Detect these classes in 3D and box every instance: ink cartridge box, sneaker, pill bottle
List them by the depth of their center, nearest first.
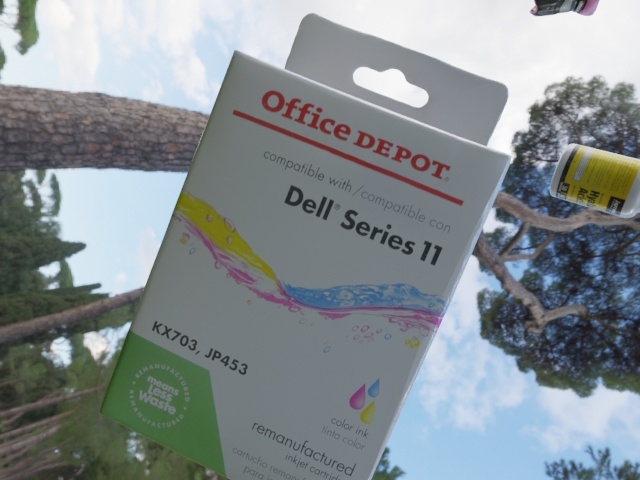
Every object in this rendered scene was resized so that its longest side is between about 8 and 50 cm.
[{"bbox_3d":[0.170,-0.218,0.371,0.057,0.047,0.120,-10,-113,12],"label":"sneaker"},{"bbox_3d":[0.000,0.000,0.382,0.207,0.119,0.354,22,-85,7],"label":"ink cartridge box"},{"bbox_3d":[0.326,-0.063,0.546,0.116,0.065,0.065,24,-63,30],"label":"pill bottle"}]
